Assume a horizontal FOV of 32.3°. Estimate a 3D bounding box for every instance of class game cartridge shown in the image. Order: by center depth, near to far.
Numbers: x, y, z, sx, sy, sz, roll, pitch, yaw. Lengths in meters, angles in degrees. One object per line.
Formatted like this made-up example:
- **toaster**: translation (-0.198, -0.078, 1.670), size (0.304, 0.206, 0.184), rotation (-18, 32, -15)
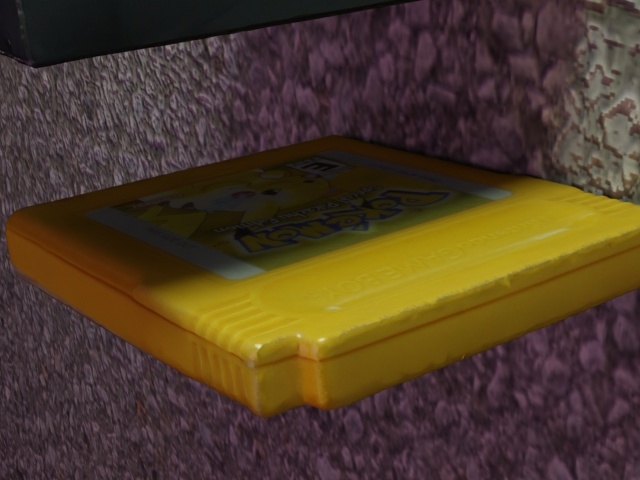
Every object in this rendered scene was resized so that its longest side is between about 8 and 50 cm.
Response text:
- **game cartridge**: translation (0.000, 0.000, 0.679), size (0.324, 0.285, 0.052), rotation (16, 117, 52)

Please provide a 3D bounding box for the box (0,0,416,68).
- **box**: translation (-0.079, -0.227, 0.631), size (0.313, 0.343, 0.178), rotation (22, 122, 50)
